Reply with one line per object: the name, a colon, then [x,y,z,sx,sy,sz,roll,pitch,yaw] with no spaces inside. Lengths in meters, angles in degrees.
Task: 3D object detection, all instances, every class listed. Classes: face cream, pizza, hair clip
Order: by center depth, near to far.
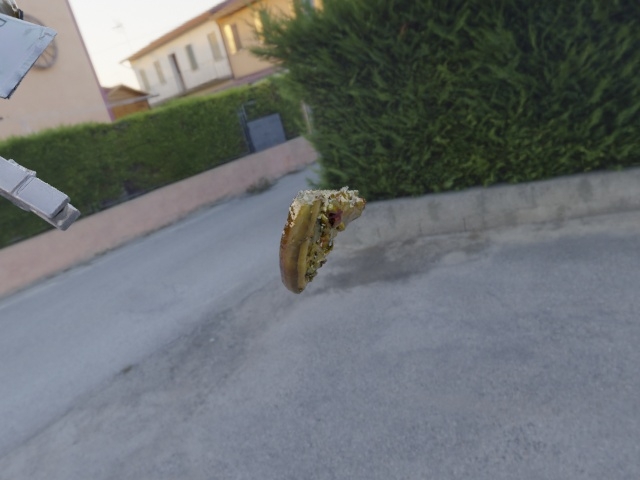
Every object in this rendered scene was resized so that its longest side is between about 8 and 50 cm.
face cream: [-0.404,-0.224,0.481,0.243,0.092,0.058,22,-18,3]
pizza: [0.000,0.000,1.024,0.074,0.252,0.287,34,23,23]
hair clip: [-0.722,-0.140,1.101,0.330,0.101,0.085,27,65,10]

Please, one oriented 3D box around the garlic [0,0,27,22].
garlic: [-0.669,-0.427,0.873,0.206,0.207,0.256,-17,10,-8]
